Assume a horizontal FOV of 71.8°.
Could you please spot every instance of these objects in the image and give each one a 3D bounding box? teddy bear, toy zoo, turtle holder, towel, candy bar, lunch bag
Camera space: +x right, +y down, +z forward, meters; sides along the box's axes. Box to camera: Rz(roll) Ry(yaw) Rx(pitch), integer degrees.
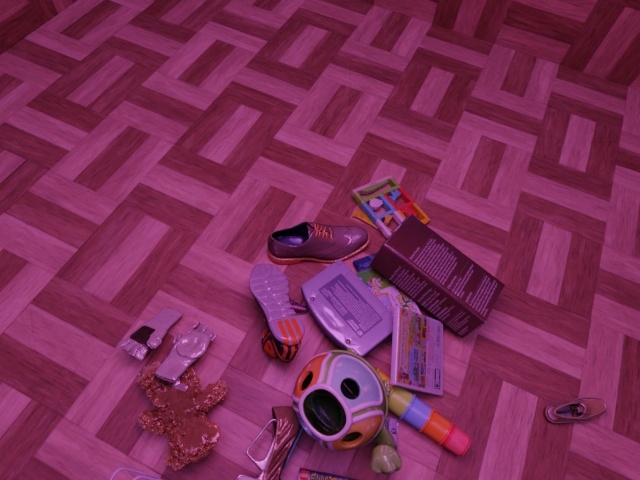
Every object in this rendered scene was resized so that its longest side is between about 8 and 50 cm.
[{"bbox_3d":[-0.391,0.460,1.245,0.338,0.113,0.245,34,55,25],"label":"teddy bear"},{"bbox_3d":[0.273,-0.109,1.646,0.193,0.030,0.293,-24,63,-25],"label":"toy zoo"},{"bbox_3d":[0.055,0.451,1.155,0.244,0.227,0.319,-20,79,15],"label":"turtle holder"},{"bbox_3d":[0.175,0.071,1.532,0.120,0.029,0.067,-18,26,-13],"label":"towel"},{"bbox_3d":[0.192,-0.066,1.636,0.162,0.018,0.040,31,61,14],"label":"candy bar"},{"bbox_3d":[0.180,0.538,1.251,0.084,0.053,0.071,11,60,-7],"label":"lunch bag"}]

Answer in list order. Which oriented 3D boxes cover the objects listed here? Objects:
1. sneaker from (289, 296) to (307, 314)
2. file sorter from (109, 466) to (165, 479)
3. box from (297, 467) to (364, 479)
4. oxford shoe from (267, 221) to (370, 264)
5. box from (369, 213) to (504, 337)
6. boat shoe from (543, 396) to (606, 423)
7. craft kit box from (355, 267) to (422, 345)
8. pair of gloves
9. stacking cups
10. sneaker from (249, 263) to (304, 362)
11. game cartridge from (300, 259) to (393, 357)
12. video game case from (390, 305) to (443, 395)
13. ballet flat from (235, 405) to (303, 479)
[{"bbox_3d":[-0.099,0.205,1.443,0.120,0.047,0.057,11,47,2],"label":"sneaker"},{"bbox_3d":[-0.356,0.651,1.004,0.278,0.192,0.173,1,56,28],"label":"file sorter"},{"bbox_3d":[0.033,0.662,1.130,0.207,0.036,0.114,-1,56,23],"label":"box"},{"bbox_3d":[0.000,0.000,1.517,0.364,0.132,0.129,-10,60,-10],"label":"oxford shoe"},{"bbox_3d":[0.370,0.111,1.423,0.381,0.143,0.191,40,51,8],"label":"box"},{"bbox_3d":[0.761,0.499,1.298,0.190,0.072,0.068,-10,60,-10],"label":"boat shoe"},{"bbox_3d":[0.179,0.215,1.446,0.247,0.061,0.249,-17,62,-16],"label":"craft kit box"},{"bbox_3d":[-0.447,0.294,1.308,0.240,0.042,0.204,21,43,25],"label":"pair of gloves"},{"bbox_3d":[0.277,0.487,1.264,0.316,0.096,0.096,30,62,13],"label":"stacking cups"},{"bbox_3d":[-0.151,0.230,1.350,0.125,0.180,0.321,-4,45,-21],"label":"sneaker"},{"bbox_3d":[0.081,0.215,1.379,0.196,0.060,0.294,-31,65,-24],"label":"game cartridge"},{"bbox_3d":[0.291,0.331,1.319,0.207,0.026,0.226,23,62,-31],"label":"video game case"},{"bbox_3d":[-0.144,0.594,1.153,0.124,0.116,0.342,23,57,-3],"label":"ballet flat"}]
